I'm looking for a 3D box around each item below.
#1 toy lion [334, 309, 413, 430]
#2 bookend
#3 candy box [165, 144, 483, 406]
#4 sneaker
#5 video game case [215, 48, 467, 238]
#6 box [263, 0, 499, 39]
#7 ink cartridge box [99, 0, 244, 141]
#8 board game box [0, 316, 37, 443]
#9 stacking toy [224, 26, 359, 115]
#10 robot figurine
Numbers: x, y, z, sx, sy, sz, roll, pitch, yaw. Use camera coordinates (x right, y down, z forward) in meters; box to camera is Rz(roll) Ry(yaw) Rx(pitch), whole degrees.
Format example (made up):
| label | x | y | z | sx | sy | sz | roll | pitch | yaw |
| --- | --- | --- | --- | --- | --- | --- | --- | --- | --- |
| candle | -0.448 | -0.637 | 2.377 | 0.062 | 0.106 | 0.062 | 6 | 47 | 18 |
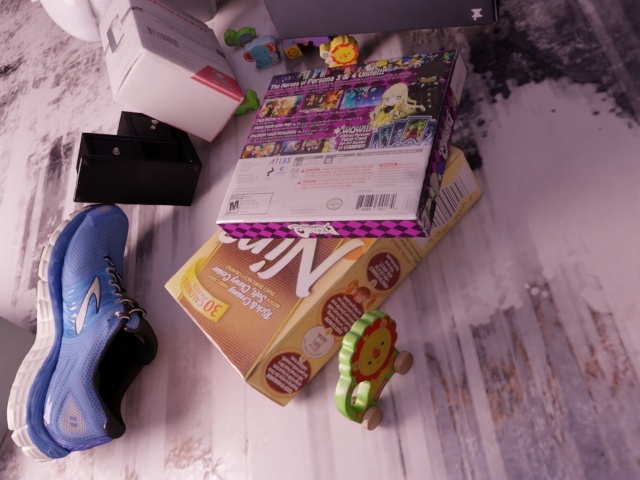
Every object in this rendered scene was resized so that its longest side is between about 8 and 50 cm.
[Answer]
| label | x | y | z | sx | sy | sz | roll | pitch | yaw |
| --- | --- | --- | --- | --- | --- | --- | --- | --- | --- |
| toy lion | 0.044 | 0.119 | 0.677 | 0.034 | 0.096 | 0.100 | 20 | 73 | 38 |
| bookend | -0.262 | -0.123 | 0.976 | 0.157 | 0.156 | 0.072 | 60 | 138 | 42 |
| candy box | 0.000 | 0.000 | 0.788 | 0.316 | 0.087 | 0.183 | -46 | 48 | -5 |
| sneaker | -0.261 | 0.099 | 0.875 | 0.147 | 0.129 | 0.330 | -7 | 59 | 10 |
| video game case | 0.022 | -0.098 | 0.753 | 0.232 | 0.042 | 0.210 | -1 | 58 | 30 |
| box | 0.085 | -0.432 | 0.924 | 0.296 | 0.182 | 0.294 | 1 | 59 | 18 |
| ink cartridge box | -0.218 | -0.256 | 1.022 | 0.092 | 0.159 | 0.218 | -49 | 41 | 24 |
| board game box | -0.549 | 0.212 | 0.971 | 0.303 | 0.097 | 0.224 | -3 | 59 | 31 |
| stacking toy | -0.052 | -0.285 | 1.032 | 0.221 | 0.052 | 0.167 | -19 | 52 | 20 |
| robot figurine | -0.293 | -0.428 | 1.131 | 0.354 | 0.300 | 0.199 | -13 | 81 | -7 |
